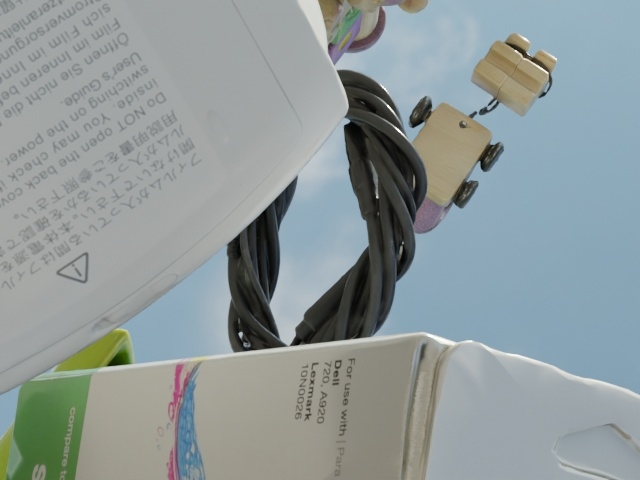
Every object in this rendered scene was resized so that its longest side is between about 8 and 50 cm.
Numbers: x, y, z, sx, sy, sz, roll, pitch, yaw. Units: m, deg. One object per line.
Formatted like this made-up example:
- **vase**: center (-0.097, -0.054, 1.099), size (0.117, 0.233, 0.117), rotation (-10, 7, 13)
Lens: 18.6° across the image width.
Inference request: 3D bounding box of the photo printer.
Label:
- **photo printer**: center (-0.142, -0.080, 0.645), size (0.256, 0.307, 0.107), rotation (-34, -140, -4)

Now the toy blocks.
- **toy blocks**: center (0.030, -0.169, 1.408), size (0.309, 0.260, 0.288), rotation (34, -106, 8)

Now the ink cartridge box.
- **ink cartridge box**: center (0.018, 0.124, 0.842), size (0.278, 0.201, 0.117), rotation (-10, -112, 49)

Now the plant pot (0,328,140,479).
- **plant pot**: center (-0.126, 0.208, 1.367), size (0.207, 0.228, 0.227), rotation (27, -118, 14)

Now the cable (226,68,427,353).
- **cable**: center (0.000, 0.000, 1.066), size (0.150, 0.047, 0.184), rotation (9, -90, 49)
